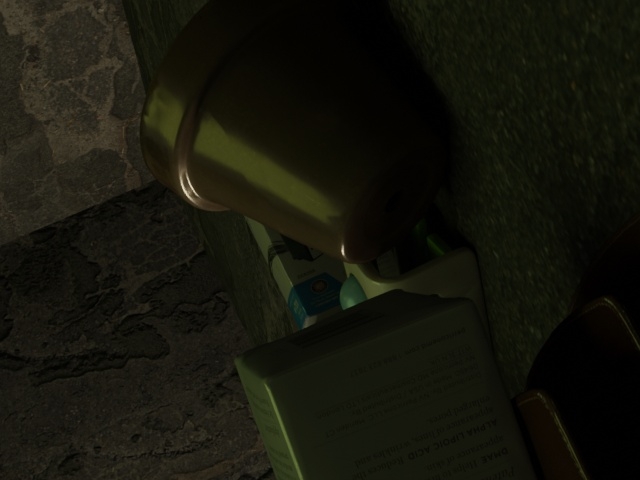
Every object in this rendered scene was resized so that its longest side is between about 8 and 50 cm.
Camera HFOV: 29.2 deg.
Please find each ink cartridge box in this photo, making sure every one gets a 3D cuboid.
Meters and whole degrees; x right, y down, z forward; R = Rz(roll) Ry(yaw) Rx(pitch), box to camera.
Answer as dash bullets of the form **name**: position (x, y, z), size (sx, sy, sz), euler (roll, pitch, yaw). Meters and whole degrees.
- **ink cartridge box**: position (0.000, 0.000, 1.565), size (0.191, 0.139, 0.082), euler (63, 167, 15)

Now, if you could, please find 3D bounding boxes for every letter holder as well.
- **letter holder**: position (0.195, 0.125, 0.880), size (0.302, 0.152, 0.214), euler (96, 150, -69)

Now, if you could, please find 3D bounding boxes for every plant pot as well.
- **plant pot**: position (-0.008, -0.099, 1.199), size (0.229, 0.263, 0.263), euler (41, 158, 26)

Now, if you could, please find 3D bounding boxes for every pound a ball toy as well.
- **pound a ball toy**: position (0.087, 0.100, 1.377), size (0.208, 0.135, 0.319), euler (53, 163, 49)

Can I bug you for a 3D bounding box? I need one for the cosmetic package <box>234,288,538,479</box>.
- **cosmetic package**: position (0.078, 0.241, 0.882), size (0.217, 0.156, 0.385), euler (180, 69, -80)
